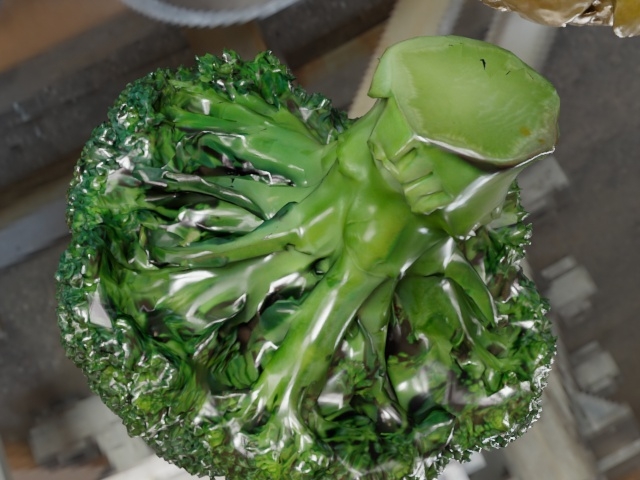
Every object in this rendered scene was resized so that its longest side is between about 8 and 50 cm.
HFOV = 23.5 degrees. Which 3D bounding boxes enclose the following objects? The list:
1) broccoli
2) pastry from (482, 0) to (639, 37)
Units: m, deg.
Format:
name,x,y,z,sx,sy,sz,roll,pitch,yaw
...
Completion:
name,x,y,z,sx,sy,sz,roll,pitch,yaw
broccoli,0.000,0.000,0.829,0.297,0.298,0.297,-7,148,-28
pastry,0.256,-0.306,1.374,0.356,0.356,0.164,-16,123,-16
